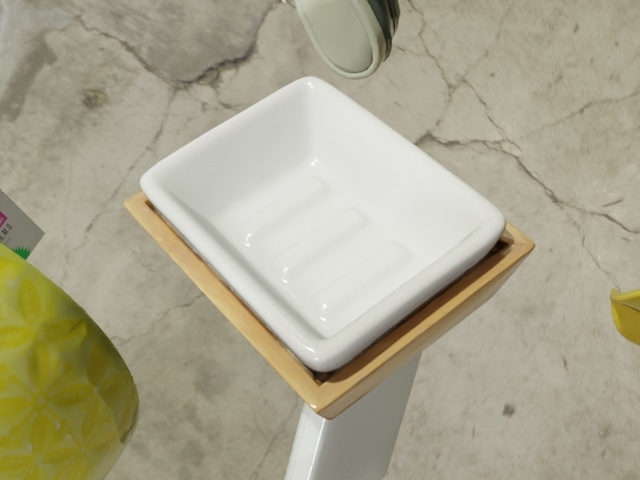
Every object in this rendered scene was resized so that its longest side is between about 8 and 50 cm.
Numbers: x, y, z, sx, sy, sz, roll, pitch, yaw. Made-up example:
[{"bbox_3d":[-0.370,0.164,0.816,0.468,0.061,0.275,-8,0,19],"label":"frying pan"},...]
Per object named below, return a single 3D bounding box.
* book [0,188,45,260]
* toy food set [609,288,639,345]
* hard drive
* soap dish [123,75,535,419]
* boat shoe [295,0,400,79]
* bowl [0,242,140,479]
[{"bbox_3d":[-0.331,-0.014,0.811,0.035,0.144,0.096,5,56,35],"label":"book"},{"bbox_3d":[0.355,0.065,0.767,0.217,0.128,0.071,26,64,-15],"label":"toy food set"},{"bbox_3d":[0.051,0.150,0.968,0.040,0.203,0.308,24,109,28],"label":"hard drive"},{"bbox_3d":[0.000,0.000,0.773,0.229,0.118,0.291,-35,54,-19],"label":"soap dish"},{"bbox_3d":[0.006,-0.334,0.944,0.116,0.099,0.319,0,126,36],"label":"boat shoe"},{"bbox_3d":[-0.259,0.105,0.463,0.289,0.289,0.156,8,50,16],"label":"bowl"}]
